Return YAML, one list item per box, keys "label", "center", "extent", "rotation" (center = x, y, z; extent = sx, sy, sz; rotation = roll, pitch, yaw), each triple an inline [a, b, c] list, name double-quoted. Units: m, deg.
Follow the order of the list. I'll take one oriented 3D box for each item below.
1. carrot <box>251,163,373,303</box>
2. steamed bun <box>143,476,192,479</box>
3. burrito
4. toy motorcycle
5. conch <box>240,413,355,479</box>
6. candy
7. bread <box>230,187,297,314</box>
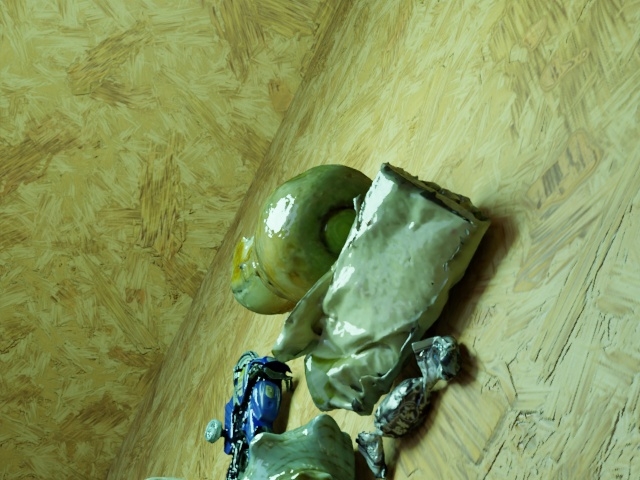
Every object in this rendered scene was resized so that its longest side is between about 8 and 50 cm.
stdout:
- label: "carrot"
  center: [0.000, 0.000, 1.540]
  extent: [0.340, 0.224, 0.224]
  rotation: [165, 126, -77]
- label: "steamed bun"
  center: [-0.191, 0.433, 1.337]
  extent: [0.324, 0.309, 0.219]
  rotation: [7, -81, -71]
- label: "burrito"
  center: [0.083, 0.070, 1.275]
  extent: [0.135, 0.190, 0.332]
  rotation: [5, -62, -58]
- label: "toy motorcycle"
  center: [-0.116, 0.313, 1.725]
  extent: [0.169, 0.113, 0.315]
  rotation: [-44, 34, 38]
- label: "conch"
  center: [-0.034, 0.319, 1.277]
  extent: [0.203, 0.169, 0.386]
  rotation: [-53, 16, 4]
- label: "candy"
  center: [0.104, 0.201, 1.180]
  extent: [0.226, 0.051, 0.094]
  rotation: [-58, 19, 32]
- label: "bread"
  center: [-0.064, 0.037, 1.830]
  extent: [0.192, 0.171, 0.314]
  rotation: [-85, 22, -46]
